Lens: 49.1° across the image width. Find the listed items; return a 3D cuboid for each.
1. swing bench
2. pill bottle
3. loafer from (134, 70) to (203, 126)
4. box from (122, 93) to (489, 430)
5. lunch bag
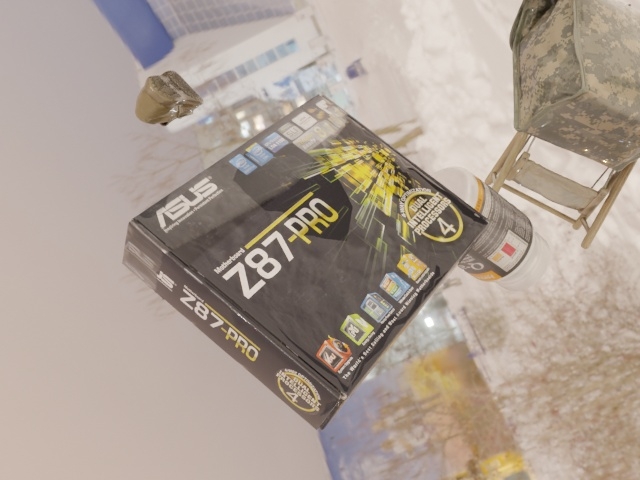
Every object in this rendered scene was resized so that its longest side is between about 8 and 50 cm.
[{"bbox_3d":[0.537,-0.161,1.548,0.253,0.254,0.165,27,-158,1],"label":"swing bench"},{"bbox_3d":[0.315,-0.014,1.369,0.279,0.162,0.162,31,-155,-31],"label":"pill bottle"},{"bbox_3d":[-0.185,-0.169,0.839,0.056,0.050,0.148,47,-167,-1],"label":"loafer"},{"bbox_3d":[0.000,0.000,0.914,0.318,0.395,0.097,38,138,12],"label":"box"},{"bbox_3d":[0.446,-0.294,1.156,0.169,0.235,0.286,-33,47,56],"label":"lunch bag"}]
